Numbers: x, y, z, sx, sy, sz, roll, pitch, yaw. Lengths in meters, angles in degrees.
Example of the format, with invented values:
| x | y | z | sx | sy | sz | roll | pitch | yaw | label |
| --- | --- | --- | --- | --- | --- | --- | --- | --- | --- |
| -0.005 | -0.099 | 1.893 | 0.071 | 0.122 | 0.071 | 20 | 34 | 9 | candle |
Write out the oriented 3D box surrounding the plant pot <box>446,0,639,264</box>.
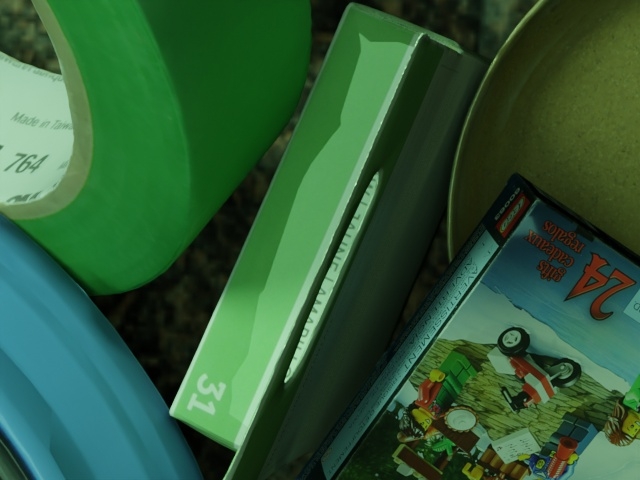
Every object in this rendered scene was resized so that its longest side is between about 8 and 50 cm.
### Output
| x | y | z | sx | sy | sz | roll | pitch | yaw | label |
| --- | --- | --- | --- | --- | --- | --- | --- | --- | --- |
| 0.163 | -0.010 | 0.732 | 0.236 | 0.032 | 0.236 | -1 | 98 | -5 | plant pot |

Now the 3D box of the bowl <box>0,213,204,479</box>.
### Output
| x | y | z | sx | sy | sz | roll | pitch | yaw | label |
| --- | --- | --- | --- | --- | --- | --- | --- | --- | --- |
| -0.228 | 0.147 | 0.754 | 0.391 | 0.077 | 0.391 | 6 | 109 | 18 | bowl |

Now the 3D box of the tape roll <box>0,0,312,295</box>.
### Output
| x | y | z | sx | sy | sz | roll | pitch | yaw | label |
| --- | --- | --- | --- | --- | --- | --- | --- | --- | --- |
| -0.155 | -0.118 | 0.669 | 0.321 | 0.321 | 0.077 | 34 | 61 | 6 | tape roll |

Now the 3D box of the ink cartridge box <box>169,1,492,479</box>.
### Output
| x | y | z | sx | sy | sz | roll | pitch | yaw | label |
| --- | --- | --- | --- | --- | --- | --- | --- | --- | --- |
| 0.000 | 0.000 | 0.680 | 0.056 | 0.235 | 0.171 | 25 | 96 | 12 | ink cartridge box |

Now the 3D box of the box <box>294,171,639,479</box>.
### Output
| x | y | z | sx | sy | sz | roll | pitch | yaw | label |
| --- | --- | --- | --- | --- | --- | --- | --- | --- | --- |
| 0.120 | 0.105 | 0.678 | 0.233 | 0.044 | 0.159 | 33 | 99 | -12 | box |
